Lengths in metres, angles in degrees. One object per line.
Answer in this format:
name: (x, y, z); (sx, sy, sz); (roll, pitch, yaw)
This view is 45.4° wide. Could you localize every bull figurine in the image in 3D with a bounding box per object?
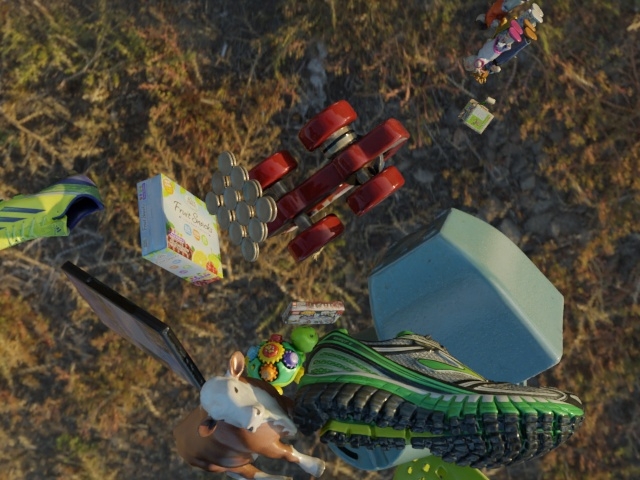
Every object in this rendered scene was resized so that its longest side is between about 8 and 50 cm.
bull figurine: (-0.089, 0.238, 0.966); (0.188, 0.101, 0.310); (27, 151, -12)

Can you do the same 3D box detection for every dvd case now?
dvd case: (-0.309, 0.139, 1.264); (0.253, 0.022, 0.180); (27, 152, 30)

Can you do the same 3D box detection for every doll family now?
doll family: (0.395, -0.424, 1.658); (0.118, 0.263, 0.163); (38, 137, -18)

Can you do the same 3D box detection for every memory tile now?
memory tile: (-0.117, -0.051, 1.104); (0.012, 0.148, 0.113); (-9, 136, -38)

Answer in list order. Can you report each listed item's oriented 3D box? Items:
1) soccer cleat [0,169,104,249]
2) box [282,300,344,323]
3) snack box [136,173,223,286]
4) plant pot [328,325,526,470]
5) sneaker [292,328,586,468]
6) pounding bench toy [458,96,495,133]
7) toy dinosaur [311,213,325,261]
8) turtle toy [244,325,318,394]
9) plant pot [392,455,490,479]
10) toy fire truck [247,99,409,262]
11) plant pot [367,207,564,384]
soccer cleat: (-0.587, -0.041, 1.585); (0.289, 0.121, 0.093); (-34, 161, -26)
box: (-0.019, 0.181, 1.914); (0.137, 0.027, 0.094); (1, 152, -17)
snack box: (-0.294, -0.019, 1.611); (0.070, 0.174, 0.207); (-19, 152, 18)
plant pot: (0.180, 0.293, 1.543); (0.334, 0.341, 0.341); (-4, 140, -46)
sneaker: (0.147, 0.173, 0.915); (0.344, 0.146, 0.134); (10, 139, 0)
pounding bench toy: (0.374, -0.306, 1.799); (0.052, 0.065, 0.083); (29, 111, -16)
toy dinosaur: (0.000, 0.000, 1.890); (0.053, 0.183, 0.092); (41, 108, -11)
turtle toy: (-0.061, 0.182, 1.200); (0.130, 0.095, 0.066); (-29, 138, -17)
plant pot: (0.277, 0.598, 1.751); (0.207, 0.227, 0.228); (-46, 140, -9)
toy fire truck: (0.020, -0.104, 1.309); (0.302, 0.254, 0.169); (-37, 89, 13)
plant pot: (0.215, 0.098, 1.243); (0.247, 0.248, 0.252); (-35, 95, 25)
